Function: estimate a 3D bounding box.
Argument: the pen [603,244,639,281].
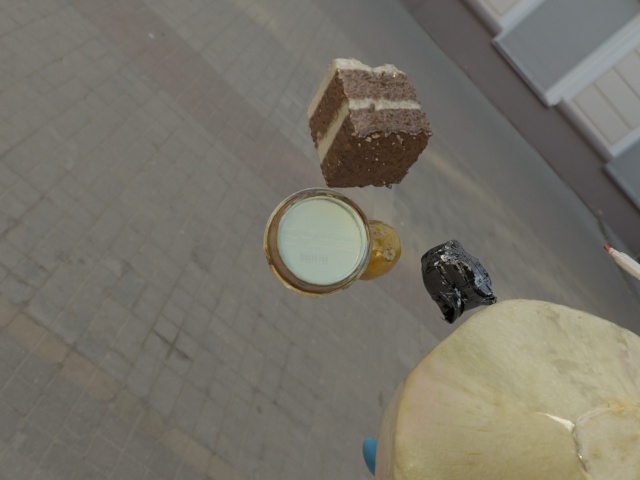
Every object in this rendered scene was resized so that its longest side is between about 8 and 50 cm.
[{"bbox_3d":[0.586,0.078,1.129,0.218,0.026,0.026,40,23,10],"label":"pen"}]

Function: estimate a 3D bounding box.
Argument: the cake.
[{"bbox_3d":[0.063,-0.168,0.934,0.135,0.135,0.147,-5,57,-28],"label":"cake"}]

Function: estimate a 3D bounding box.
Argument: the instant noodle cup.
[{"bbox_3d":[0.000,0.000,1.185,0.216,0.215,0.172,49,-4,0],"label":"instant noodle cup"}]

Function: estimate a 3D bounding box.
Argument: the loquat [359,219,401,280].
[{"bbox_3d":[0.119,0.021,1.803,0.234,0.176,0.187,13,-6,46],"label":"loquat"}]

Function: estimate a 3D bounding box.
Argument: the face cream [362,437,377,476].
[{"bbox_3d":[0.238,0.576,1.574,0.285,0.067,0.139,28,9,-11],"label":"face cream"}]

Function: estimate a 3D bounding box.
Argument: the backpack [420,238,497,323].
[{"bbox_3d":[0.260,0.071,1.248,0.165,0.119,0.106,57,17,-37],"label":"backpack"}]

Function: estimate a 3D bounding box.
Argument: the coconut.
[{"bbox_3d":[0.214,0.234,0.627,0.352,0.352,0.353,38,27,-23],"label":"coconut"}]
